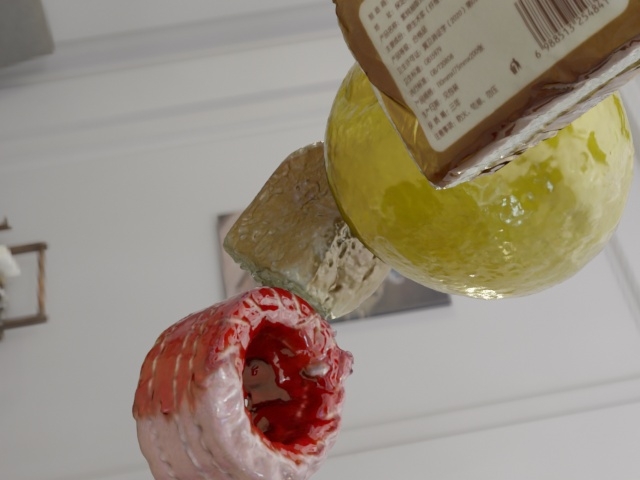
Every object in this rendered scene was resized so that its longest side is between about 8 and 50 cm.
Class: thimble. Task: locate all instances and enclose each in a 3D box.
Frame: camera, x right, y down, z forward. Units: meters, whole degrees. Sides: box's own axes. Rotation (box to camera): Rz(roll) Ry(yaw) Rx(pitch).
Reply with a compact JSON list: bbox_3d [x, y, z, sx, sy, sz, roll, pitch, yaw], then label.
[{"bbox_3d":[-0.069,0.136,0.819,0.163,0.125,0.189,55,35,-15],"label":"thimble"}]

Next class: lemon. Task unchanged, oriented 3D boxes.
[{"bbox_3d":[0.173,-0.097,1.020,0.348,0.347,0.348,170,-90,-87],"label":"lemon"}]

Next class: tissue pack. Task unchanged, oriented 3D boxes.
[{"bbox_3d":[0.120,-0.161,0.605,0.226,0.092,0.183,-39,-108,50],"label":"tissue pack"}]

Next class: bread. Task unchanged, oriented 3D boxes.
[{"bbox_3d":[0.000,0.000,1.282,0.195,0.246,0.176,23,-19,45],"label":"bread"}]
